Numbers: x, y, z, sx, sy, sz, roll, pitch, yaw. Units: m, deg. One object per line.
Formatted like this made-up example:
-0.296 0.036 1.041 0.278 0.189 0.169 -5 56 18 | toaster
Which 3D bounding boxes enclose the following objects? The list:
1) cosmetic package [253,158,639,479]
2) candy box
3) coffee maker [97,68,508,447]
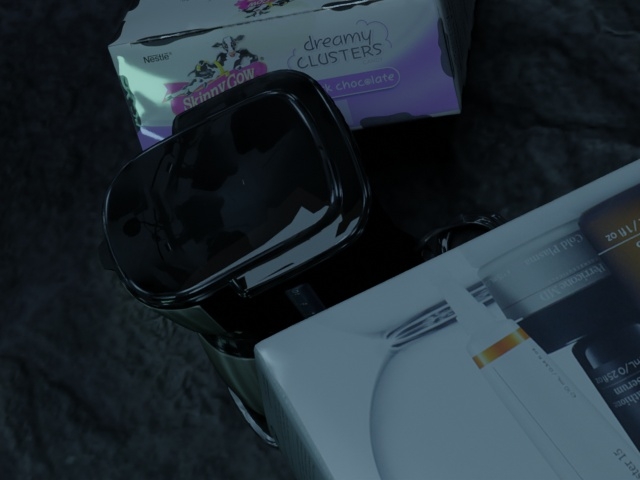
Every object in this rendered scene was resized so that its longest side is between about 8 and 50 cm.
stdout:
0.203 0.091 0.697 0.377 0.097 0.284 -26 63 -11 | cosmetic package
-0.005 -0.125 0.883 0.165 0.070 0.196 -8 29 13 | candy box
0.000 0.000 0.807 0.171 0.178 0.120 -46 61 -8 | coffee maker
